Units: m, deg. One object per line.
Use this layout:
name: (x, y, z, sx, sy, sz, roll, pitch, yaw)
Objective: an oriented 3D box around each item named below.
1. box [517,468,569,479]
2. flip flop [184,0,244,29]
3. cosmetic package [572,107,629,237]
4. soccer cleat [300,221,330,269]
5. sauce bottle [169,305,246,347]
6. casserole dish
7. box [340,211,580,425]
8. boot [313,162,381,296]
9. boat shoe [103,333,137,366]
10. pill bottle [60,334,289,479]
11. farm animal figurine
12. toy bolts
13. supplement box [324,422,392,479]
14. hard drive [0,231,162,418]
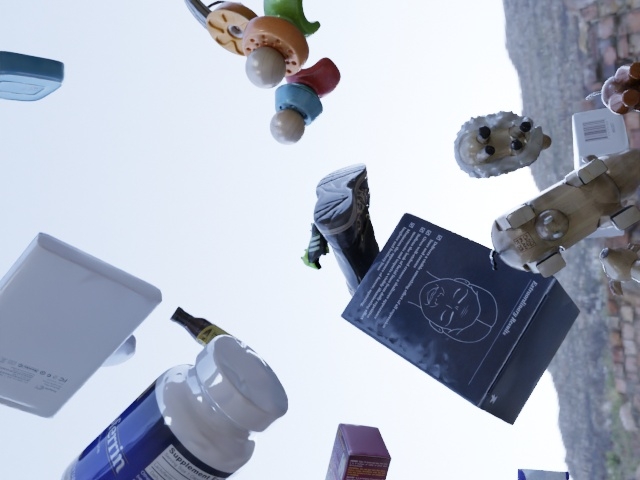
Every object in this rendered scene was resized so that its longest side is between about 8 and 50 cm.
box: (0.313, 0.412, 0.845, 0.126, 0.072, 0.137, -60, -40, -56)
flip flop: (-0.164, -0.456, 1.302, 0.277, 0.112, 0.080, 26, -88, -12)
cosmetic package: (0.518, -0.119, 1.135, 0.231, 0.086, 0.117, 59, -147, -46)
soccer cleat: (0.000, 0.000, 1.738, 0.060, 0.072, 0.178, -26, -42, -57)
sauce bottle: (-0.176, 0.148, 0.960, 0.128, 0.042, 0.042, 32, -113, -7)
casserole dish: (-0.515, -0.272, 1.035, 0.188, 0.114, 0.036, -17, -93, -66)
box: (0.299, 0.161, 1.346, 0.212, 0.396, 0.293, 36, -95, -47)
boot: (0.098, -0.024, 1.607, 0.377, 0.138, 0.284, -78, -33, -62)
boat shoe: (-0.478, 0.190, 1.196, 0.108, 0.302, 0.102, 48, -142, -43)
pill bottle: (-0.173, 0.248, 0.744, 0.265, 0.153, 0.153, -44, -53, 8)
farm animal figurine: (0.364, -0.036, 0.776, 0.172, 0.327, 0.330, -11, -95, -80)
toy bolts: (-0.087, -0.265, 0.988, 0.228, 0.219, 0.158, 50, -127, -49)
supplement box: (0.033, 0.226, 0.585, 0.043, 0.055, 0.083, 10, -76, -11)
hard drive: (-0.435, 0.149, 0.975, 0.210, 0.040, 0.319, 33, -69, -34)
